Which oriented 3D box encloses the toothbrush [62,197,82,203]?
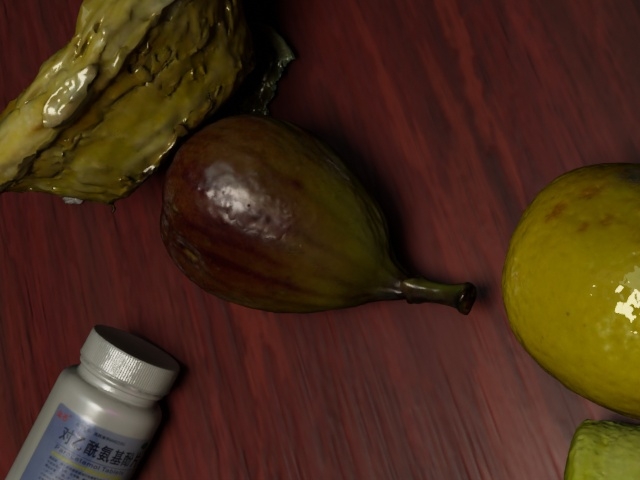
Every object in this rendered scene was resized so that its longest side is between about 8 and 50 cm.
[{"bbox_3d":[-0.251,-0.162,1.122,0.024,0.018,0.257,-5,75,35],"label":"toothbrush"}]

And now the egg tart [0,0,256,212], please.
[{"bbox_3d":[-0.161,-0.137,0.923,0.341,0.341,0.132,-43,100,14],"label":"egg tart"}]

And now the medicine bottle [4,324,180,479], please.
[{"bbox_3d":[-0.209,0.179,0.957,0.103,0.103,0.186,30,93,32],"label":"medicine bottle"}]

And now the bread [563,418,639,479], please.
[{"bbox_3d":[0.218,0.186,0.714,0.114,0.111,0.129,-4,79,21],"label":"bread"}]

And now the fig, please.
[{"bbox_3d":[0.001,-0.002,0.866,0.274,0.170,0.145,23,45,16],"label":"fig"}]

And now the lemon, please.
[{"bbox_3d":[0.218,0.035,0.717,0.207,0.170,0.170,23,89,40],"label":"lemon"}]

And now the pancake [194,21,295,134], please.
[{"bbox_3d":[-0.084,-0.151,1.019,0.116,0.023,0.129,25,93,36],"label":"pancake"}]
